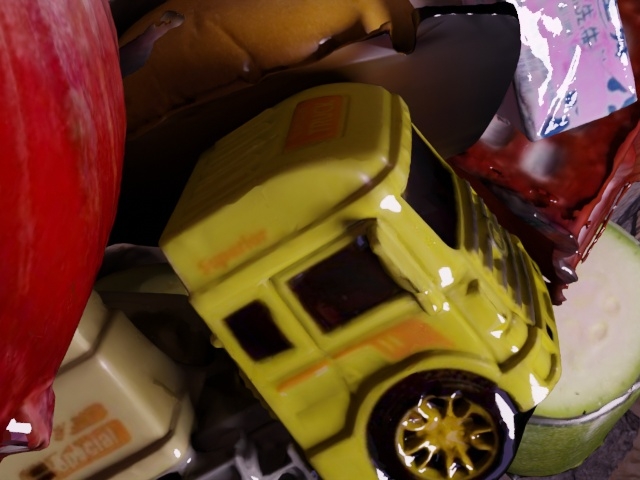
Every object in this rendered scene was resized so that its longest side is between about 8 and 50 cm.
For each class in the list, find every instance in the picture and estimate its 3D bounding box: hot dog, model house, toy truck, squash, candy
[{"bbox_3d":[-0.058,-0.097,0.691,0.325,0.107,0.194,-8,143,-19],"label":"hot dog"},{"bbox_3d":[0.199,-0.107,0.937,0.254,0.160,0.196,-56,162,-11],"label":"model house"},{"bbox_3d":[-0.086,0.076,0.646,0.405,0.254,0.181,-30,-159,16],"label":"toy truck"},{"bbox_3d":[0.265,0.140,1.427,0.263,0.263,0.384,-29,160,-4],"label":"squash"},{"bbox_3d":[0.146,-0.154,0.769,0.092,0.073,0.160,-26,120,-7],"label":"candy"}]

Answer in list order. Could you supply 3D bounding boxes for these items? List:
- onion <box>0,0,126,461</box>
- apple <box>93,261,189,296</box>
[{"bbox_3d":[-0.213,-0.038,0.361,0.341,0.341,0.341,-26,159,-11],"label":"onion"},{"bbox_3d":[-0.130,0.152,0.937,0.279,0.279,0.279,-26,159,-11],"label":"apple"}]
